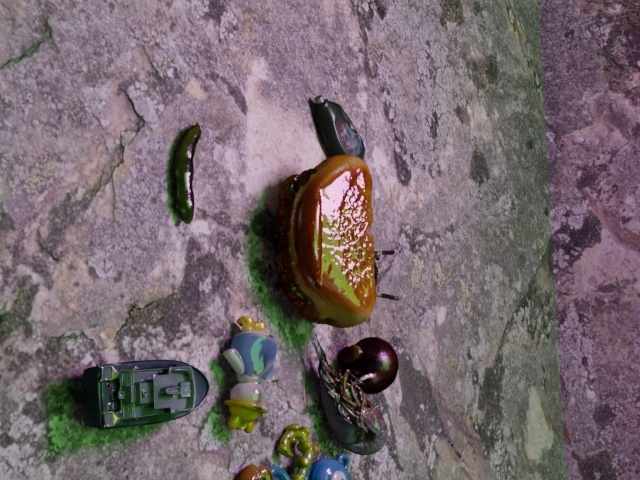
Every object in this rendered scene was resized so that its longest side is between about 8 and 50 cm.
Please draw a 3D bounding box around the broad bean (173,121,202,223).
[{"bbox_3d":[-0.270,-0.145,1.735,0.069,0.039,0.226,38,53,-54],"label":"broad bean"}]

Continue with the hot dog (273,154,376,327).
[{"bbox_3d":[-0.001,0.000,1.960,0.223,0.185,0.405,3,82,-38],"label":"hot dog"}]

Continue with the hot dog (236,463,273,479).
[{"bbox_3d":[-0.143,0.538,1.769,0.090,0.060,0.140,20,60,-39],"label":"hot dog"}]

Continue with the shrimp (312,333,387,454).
[{"bbox_3d":[0.062,0.372,2.041,0.116,0.145,0.343,-47,116,-53],"label":"shrimp"}]

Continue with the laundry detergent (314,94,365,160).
[{"bbox_3d":[0.044,-0.295,2.220,0.211,0.063,0.137,58,38,-29],"label":"laundry detergent"}]

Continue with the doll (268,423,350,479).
[{"bbox_3d":[-0.011,0.602,1.920,0.346,0.099,0.341,62,37,-23],"label":"doll"}]

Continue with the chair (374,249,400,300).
[{"bbox_3d":[0.080,0.084,2.127,0.213,0.149,0.174,5,84,-51],"label":"chair"}]

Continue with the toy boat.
[{"bbox_3d":[-0.298,0.272,1.530,0.296,0.122,0.114,8,77,-56],"label":"toy boat"}]

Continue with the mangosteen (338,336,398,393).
[{"bbox_3d":[0.118,0.310,2.134,0.152,0.152,0.152,16,70,-54],"label":"mangosteen"}]

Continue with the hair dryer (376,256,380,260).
[{"bbox_3d":[0.144,0.061,2.318,0.083,0.047,0.026,69,33,-44],"label":"hair dryer"}]

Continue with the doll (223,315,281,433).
[{"bbox_3d":[-0.147,0.280,1.781,0.135,0.099,0.241,64,32,-65],"label":"doll"}]
